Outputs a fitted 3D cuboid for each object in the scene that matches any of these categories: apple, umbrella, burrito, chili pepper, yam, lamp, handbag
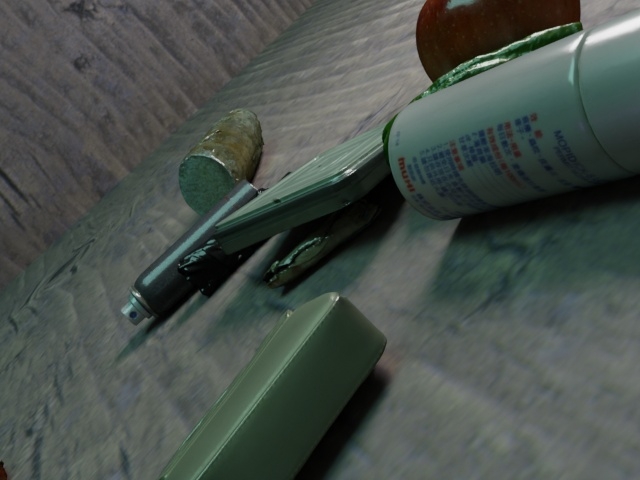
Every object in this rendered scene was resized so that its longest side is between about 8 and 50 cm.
[{"bbox_3d":[0.214,-0.252,0.973,0.201,0.162,0.201,-27,8,4],"label":"apple"},{"bbox_3d":[-0.114,-0.020,1.217,0.235,0.066,0.059,-47,24,-12],"label":"umbrella"},{"bbox_3d":[0.001,0.002,1.003,0.171,0.042,0.051,-40,13,10],"label":"burrito"},{"bbox_3d":[0.177,-0.154,0.892,0.253,0.099,0.083,-25,35,25],"label":"chili pepper"},{"bbox_3d":[-0.180,-0.165,1.558,0.133,0.133,0.330,-32,21,25],"label":"yam"},{"bbox_3d":[0.015,-0.085,1.080,0.269,0.047,0.266,-20,13,44],"label":"lamp"},{"bbox_3d":[-0.063,0.162,0.742,0.256,0.079,0.219,-50,11,-24],"label":"handbag"}]

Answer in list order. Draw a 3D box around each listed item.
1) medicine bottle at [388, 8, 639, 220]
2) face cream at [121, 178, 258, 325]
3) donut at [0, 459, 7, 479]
[{"bbox_3d":[0.217,-0.108,0.701,0.341,0.130,0.130,-14,33,52],"label":"medicine bottle"},{"bbox_3d":[-0.196,0.023,1.272,0.283,0.073,0.073,-44,20,-7],"label":"face cream"},{"bbox_3d":[-0.509,0.348,1.100,0.144,0.126,0.186,-9,36,44],"label":"donut"}]
